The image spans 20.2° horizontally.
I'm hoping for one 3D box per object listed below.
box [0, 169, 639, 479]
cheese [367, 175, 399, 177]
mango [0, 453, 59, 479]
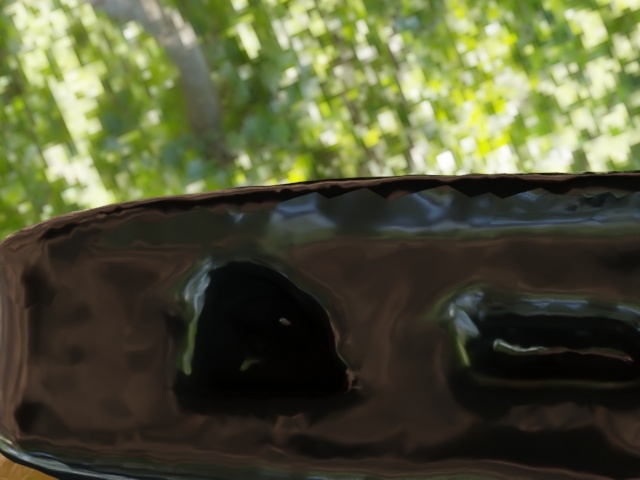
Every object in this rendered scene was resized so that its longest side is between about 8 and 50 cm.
[{"bbox_3d":[0.092,0.046,0.442,0.290,0.073,0.289,0,168,10],"label":"box"},{"bbox_3d":[0.000,0.001,0.828,0.086,0.036,0.162,-11,174,-13],"label":"cheese"},{"bbox_3d":[-0.028,0.190,0.670,0.445,0.220,0.301,8,-134,36],"label":"mango"}]
